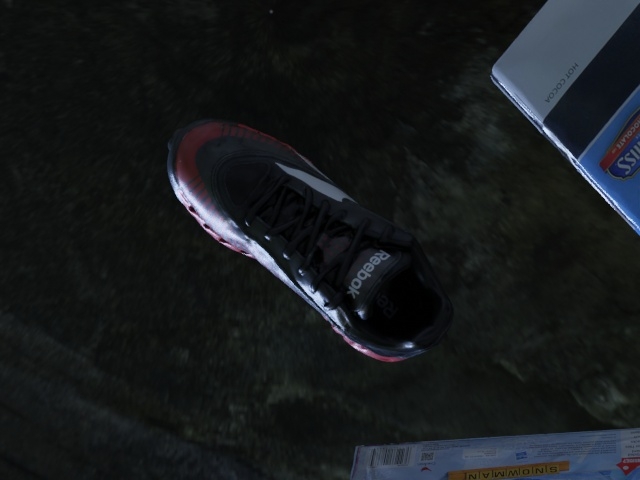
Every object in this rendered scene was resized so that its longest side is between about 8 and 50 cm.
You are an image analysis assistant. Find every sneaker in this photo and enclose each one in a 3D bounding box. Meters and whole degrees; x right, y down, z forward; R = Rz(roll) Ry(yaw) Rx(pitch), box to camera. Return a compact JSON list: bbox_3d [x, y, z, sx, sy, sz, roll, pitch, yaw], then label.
[{"bbox_3d":[0.000,0.000,1.090,0.276,0.135,0.098,40,-97,-14],"label":"sneaker"}]

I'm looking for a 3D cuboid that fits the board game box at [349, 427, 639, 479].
[{"bbox_3d":[0.168,0.303,1.280,0.318,0.318,0.066,-6,-60,15],"label":"board game box"}]

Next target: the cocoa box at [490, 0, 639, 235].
[{"bbox_3d":[0.332,-0.142,0.868,0.347,0.231,0.228,-51,-125,21],"label":"cocoa box"}]
